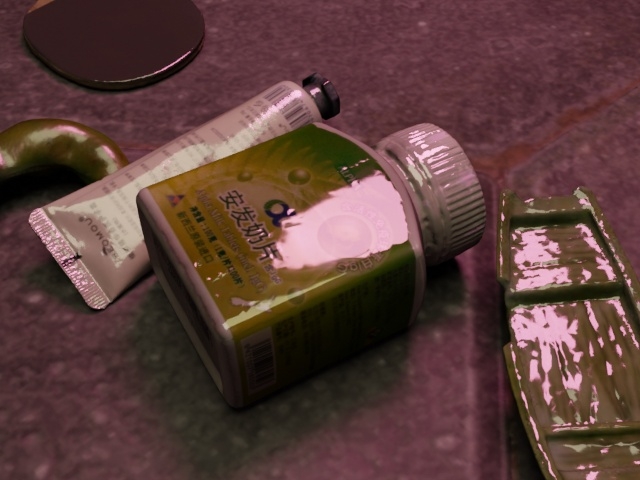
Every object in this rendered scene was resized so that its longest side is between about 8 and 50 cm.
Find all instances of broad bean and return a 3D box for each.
[{"bbox_3d":[-0.240,-0.050,0.610,0.213,0.048,0.070,-3,50,-6],"label":"broad bean"}]

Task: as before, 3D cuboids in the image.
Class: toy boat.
[{"bbox_3d":[0.152,0.091,0.478,0.093,0.055,0.293,-3,48,-3],"label":"toy boat"}]

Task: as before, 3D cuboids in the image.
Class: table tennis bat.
[{"bbox_3d":[-0.206,-0.207,0.765,0.138,0.022,0.246,-37,59,-27],"label":"table tennis bat"}]

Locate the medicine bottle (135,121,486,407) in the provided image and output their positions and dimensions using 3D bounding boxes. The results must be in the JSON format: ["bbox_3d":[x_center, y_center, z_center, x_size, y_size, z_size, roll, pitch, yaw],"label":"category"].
[{"bbox_3d":[0.000,0.000,0.537,0.188,0.088,0.132,-24,53,-18],"label":"medicine bottle"}]

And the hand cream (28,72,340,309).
[{"bbox_3d":[-0.081,-0.046,0.607,0.234,0.050,0.080,-36,82,-24],"label":"hand cream"}]
